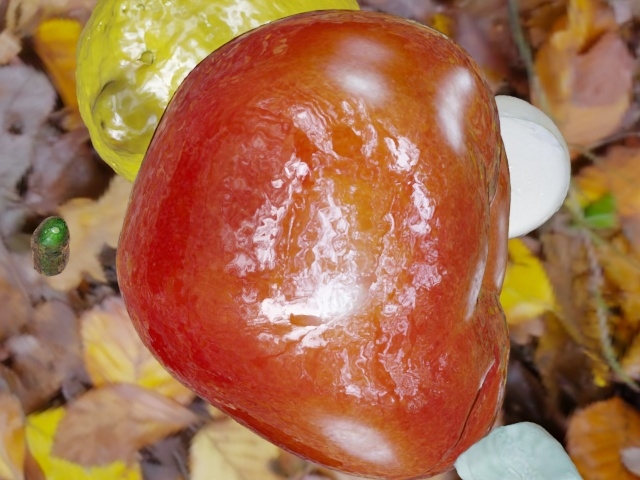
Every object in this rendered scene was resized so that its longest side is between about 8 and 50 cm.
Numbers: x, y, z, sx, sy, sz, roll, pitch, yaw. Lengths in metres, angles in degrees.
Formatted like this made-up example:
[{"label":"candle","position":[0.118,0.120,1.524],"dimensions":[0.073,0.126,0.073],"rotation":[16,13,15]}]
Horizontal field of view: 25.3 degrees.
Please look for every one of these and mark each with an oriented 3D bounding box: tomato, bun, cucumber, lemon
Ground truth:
[{"label":"tomato","position":[0.000,0.000,0.863],"dimensions":[0.226,0.298,0.298],"rotation":[-1,94,16]},{"label":"bun","position":[0.151,-0.075,1.272],"dimensions":[0.138,0.094,0.138],"rotation":[-1,126,-1]},{"label":"cucumber","position":[-0.227,0.004,1.203],"dimensions":[0.033,0.184,0.036],"rotation":[18,77,-6]},{"label":"lemon","position":[-0.087,-0.148,1.263],"dimensions":[0.320,0.245,0.245],"rotation":[-31,104,-53]}]

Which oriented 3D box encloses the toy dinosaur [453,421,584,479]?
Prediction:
[{"label":"toy dinosaur","position":[0.109,0.047,0.340],"dimensions":[0.076,0.129,0.383],"rotation":[-2,121,-50]}]
